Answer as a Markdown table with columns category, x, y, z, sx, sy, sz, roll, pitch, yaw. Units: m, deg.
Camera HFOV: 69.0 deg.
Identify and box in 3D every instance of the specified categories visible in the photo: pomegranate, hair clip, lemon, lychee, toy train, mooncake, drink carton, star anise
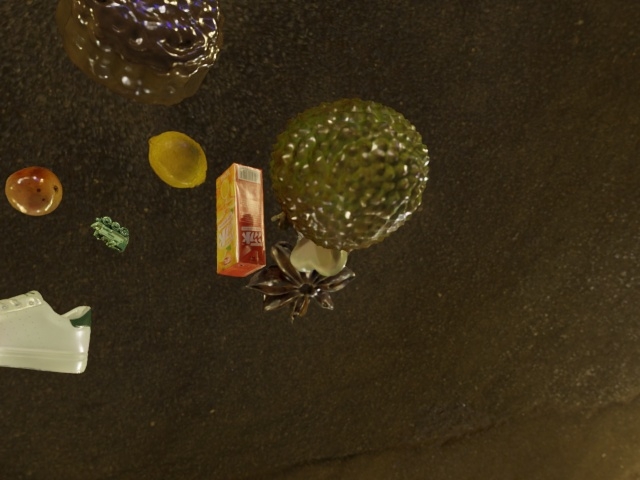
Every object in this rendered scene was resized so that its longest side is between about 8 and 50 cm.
| category | x | y | z | sx | sy | sz | roll | pitch | yaw |
| --- | --- | --- | --- | --- | --- | --- | --- | --- | --- |
| pomegranate | -1.074 | -0.185 | 1.750 | 0.191 | 0.191 | 0.191 | -12 | 124 | -19 |
| hair clip | 0.001 | -0.003 | 0.999 | 0.159 | 0.218 | 0.071 | -39 | 124 | 2 |
| lemon | -0.560 | -0.317 | 1.840 | 0.204 | 0.204 | 0.260 | -45 | 115 | 5 |
| lychee | 0.042 | -0.109 | 0.816 | 0.269 | 0.320 | 0.270 | 0 | 91 | -13 |
| toy train | -0.456 | -0.015 | 1.009 | 0.033 | 0.053 | 0.083 | -13 | 143 | 36 |
| mooncake | -0.362 | -0.460 | 0.967 | 0.323 | 0.187 | 0.324 | 10 | 72 | -32 |
| drink carton | -0.171 | -0.042 | 0.989 | 0.071 | 0.223 | 0.096 | 10 | 155 | -36 |
| star anise | -0.051 | 0.104 | 1.345 | 0.331 | 0.118 | 0.332 | -10 | 133 | -11 |

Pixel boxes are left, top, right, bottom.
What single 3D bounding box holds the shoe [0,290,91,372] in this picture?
| category | x | y | z | sx | sy | sz | roll | pitch | yaw |
| --- | --- | --- | --- | --- | --- | --- | --- | --- | --- |
| shoe | -0.440 | 0.116 | 0.639 | 0.265 | 0.095 | 0.110 | 34 | 61 | -52 |

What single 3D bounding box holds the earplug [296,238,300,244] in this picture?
| category | x | y | z | sx | sy | sz | roll | pitch | yaw |
| --- | --- | --- | --- | --- | --- | --- | --- | --- | --- |
| earplug | -0.002 | -0.004 | 1.682 | 0.214 | 0.175 | 0.326 | 16 | 139 | 12 |
